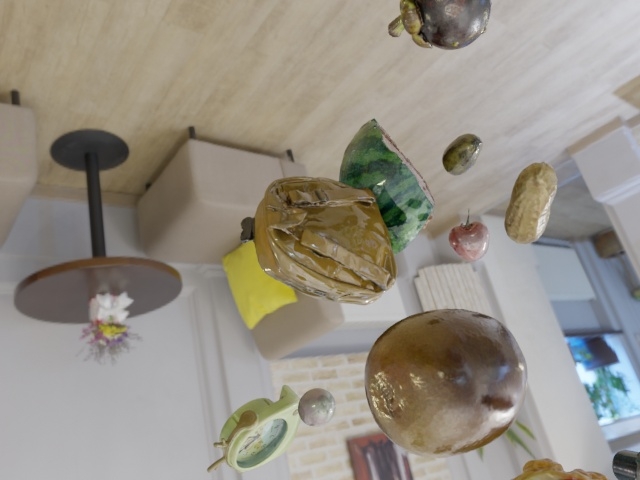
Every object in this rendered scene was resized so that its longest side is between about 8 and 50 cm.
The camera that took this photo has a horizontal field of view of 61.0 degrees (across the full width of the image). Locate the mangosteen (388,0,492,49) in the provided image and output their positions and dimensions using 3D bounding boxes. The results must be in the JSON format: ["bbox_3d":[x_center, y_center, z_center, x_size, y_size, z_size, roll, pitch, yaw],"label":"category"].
[{"bbox_3d":[0.241,-0.486,1.133,0.216,0.193,0.192,-18,157,13],"label":"mangosteen"}]

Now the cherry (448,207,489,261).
[{"bbox_3d":[0.405,0.000,1.452,0.106,0.087,0.126,-36,112,20],"label":"cherry"}]

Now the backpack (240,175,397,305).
[{"bbox_3d":[0.003,-0.005,1.302,0.377,0.354,0.201,21,133,-27],"label":"backpack"}]

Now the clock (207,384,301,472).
[{"bbox_3d":[-0.201,0.575,1.615,0.307,0.096,0.235,-12,129,-42],"label":"clock"}]

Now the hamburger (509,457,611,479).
[{"bbox_3d":[0.386,0.449,0.874,0.236,0.149,0.237,10,131,12],"label":"hamburger"}]

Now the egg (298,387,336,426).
[{"bbox_3d":[-0.010,0.471,1.533,0.103,0.103,0.135,-3,151,-26],"label":"egg"}]

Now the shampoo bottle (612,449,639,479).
[{"bbox_3d":[0.441,0.289,0.642,0.071,0.072,0.214,-8,171,-15],"label":"shampoo bottle"}]

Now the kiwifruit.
[{"bbox_3d":[0.179,0.190,0.751,0.233,0.196,0.196,-9,158,-30],"label":"kiwifruit"}]

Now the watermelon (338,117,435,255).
[{"bbox_3d":[0.195,-0.161,1.487,0.292,0.319,0.222,41,163,-13],"label":"watermelon"}]

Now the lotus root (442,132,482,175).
[{"bbox_3d":[0.366,-0.225,1.412,0.080,0.089,0.179,28,164,2],"label":"lotus root"}]

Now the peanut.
[{"bbox_3d":[0.478,-0.085,1.239,0.095,0.108,0.226,18,143,22],"label":"peanut"}]
